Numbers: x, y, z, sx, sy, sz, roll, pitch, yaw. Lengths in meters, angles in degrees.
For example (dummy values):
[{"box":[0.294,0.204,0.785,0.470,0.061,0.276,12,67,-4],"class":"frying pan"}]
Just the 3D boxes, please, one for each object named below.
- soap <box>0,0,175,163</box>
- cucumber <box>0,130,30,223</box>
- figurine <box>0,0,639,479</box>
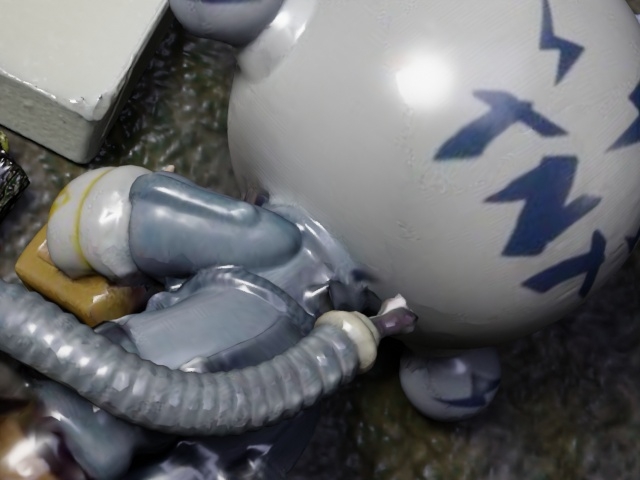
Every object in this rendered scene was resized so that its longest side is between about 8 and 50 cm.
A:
[{"box":[-0.125,-0.144,0.643,0.121,0.064,0.183,28,64,-5],"class":"soap"},{"box":[-0.174,0.004,0.585,0.034,0.033,0.135,12,58,31],"class":"cucumber"},{"box":[0.000,0.002,0.552,0.382,0.261,0.186,-40,47,-15],"class":"figurine"}]
